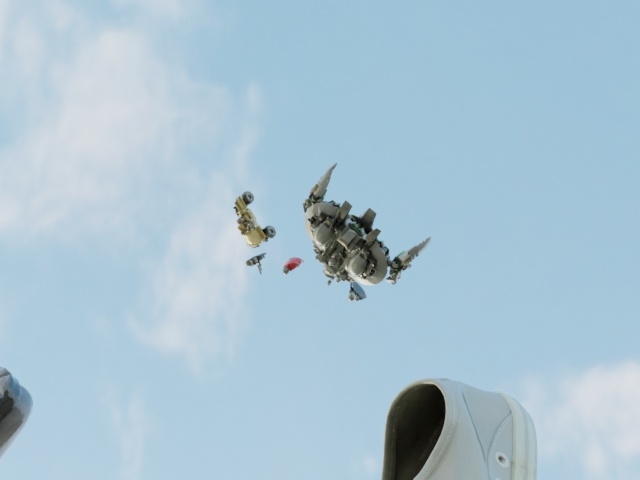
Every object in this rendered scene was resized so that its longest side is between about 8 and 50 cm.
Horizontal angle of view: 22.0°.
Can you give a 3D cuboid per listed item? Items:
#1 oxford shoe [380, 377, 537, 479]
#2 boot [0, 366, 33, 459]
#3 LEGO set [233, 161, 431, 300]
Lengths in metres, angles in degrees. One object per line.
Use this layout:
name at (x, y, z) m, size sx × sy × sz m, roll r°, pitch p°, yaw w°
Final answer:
oxford shoe at (0.099, 0.284, 1.351) m, size 0.130 × 0.449 × 0.169 m, roll 27°, pitch -53°, yaw -17°
boot at (-0.302, 0.284, 1.409) m, size 0.223 × 0.118 × 0.338 m, roll 39°, pitch -81°, yaw -19°
LEGO set at (0.000, 0.002, 0.610) m, size 0.083 × 0.023 × 0.054 m, roll -17°, pitch -76°, yaw 39°
